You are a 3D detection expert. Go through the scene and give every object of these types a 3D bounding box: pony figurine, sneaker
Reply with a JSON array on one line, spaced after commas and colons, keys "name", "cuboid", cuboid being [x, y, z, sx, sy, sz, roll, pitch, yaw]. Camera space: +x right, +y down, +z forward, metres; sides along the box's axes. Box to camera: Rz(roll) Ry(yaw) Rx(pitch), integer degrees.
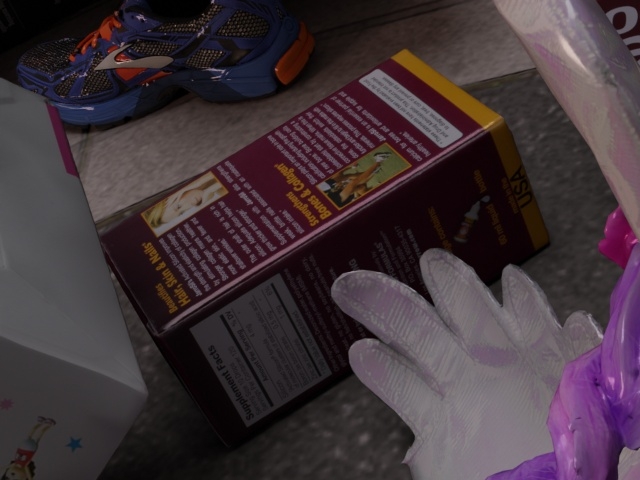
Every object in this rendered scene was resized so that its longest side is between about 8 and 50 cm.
[{"name": "pony figurine", "cuboid": [0.143, 0.035, 0.423, 0.363, 0.303, 0.351, -14, 42, -8]}, {"name": "sneaker", "cuboid": [-0.113, -0.138, 0.949, 0.221, 0.087, 0.083, -8, 38, 26]}]

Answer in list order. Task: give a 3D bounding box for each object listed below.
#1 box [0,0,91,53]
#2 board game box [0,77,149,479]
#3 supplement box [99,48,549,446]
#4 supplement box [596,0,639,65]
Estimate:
[{"name": "box", "cuboid": [-0.198, -0.344, 1.028, 0.312, 0.343, 0.179, -31, 69, -7]}, {"name": "board game box", "cuboid": [-0.199, 0.097, 0.558, 0.303, 0.097, 0.224, -55, 30, 17]}, {"name": "supplement box", "cuboid": [0.000, 0.000, 0.694, 0.188, 0.081, 0.104, -32, 34, -8]}, {"name": "supplement box", "cuboid": [0.176, -0.141, 0.620, 0.130, 0.239, 0.073, -12, 6, 23]}]
